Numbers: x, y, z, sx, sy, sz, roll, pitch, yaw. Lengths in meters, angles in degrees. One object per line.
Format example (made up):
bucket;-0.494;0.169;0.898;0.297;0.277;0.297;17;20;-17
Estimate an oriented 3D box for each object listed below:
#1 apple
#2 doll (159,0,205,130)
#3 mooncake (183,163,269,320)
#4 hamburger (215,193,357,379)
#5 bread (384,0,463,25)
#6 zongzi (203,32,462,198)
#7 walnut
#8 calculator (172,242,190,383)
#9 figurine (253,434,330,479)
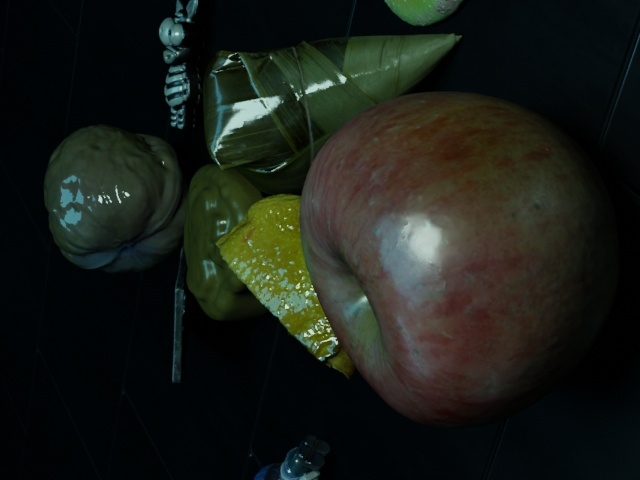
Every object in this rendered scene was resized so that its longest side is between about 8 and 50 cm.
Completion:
apple;0.139;0.009;1.260;0.344;0.269;0.344;54;157;35
doll;-0.217;-0.285;2.070;0.091;0.067;0.219;-156;68;-63
mooncake;-0.127;-0.009;1.883;0.235;0.117;0.234;22;115;60
hamburger;0.013;0.046;1.590;0.156;0.144;0.283;-47;57;2
bread;0.115;-0.356;1.485;0.228;0.034;0.228;5;95;62
zongzi;0.037;-0.153;1.602;0.289;0.318;0.154;37;-139;-74
walnut;-0.326;-0.069;2.111;0.248;0.248;0.248;10;101;61
calculator;-0.214;0.108;2.036;0.261;0.021;0.161;-102;15;-76
figurine;-0.041;0.328;1.798;0.149;0.087;0.086;-62;4;43
